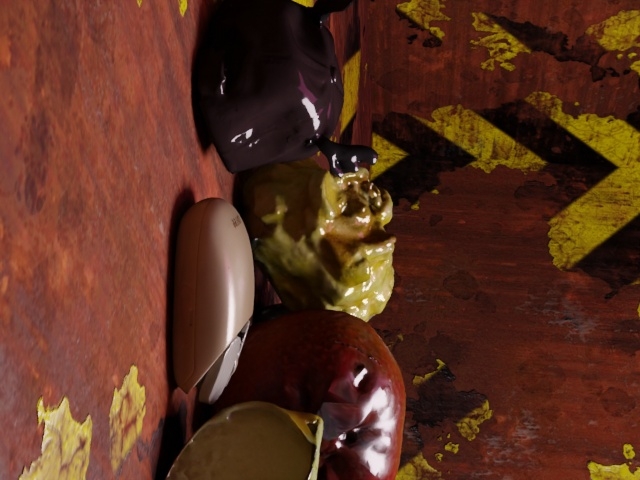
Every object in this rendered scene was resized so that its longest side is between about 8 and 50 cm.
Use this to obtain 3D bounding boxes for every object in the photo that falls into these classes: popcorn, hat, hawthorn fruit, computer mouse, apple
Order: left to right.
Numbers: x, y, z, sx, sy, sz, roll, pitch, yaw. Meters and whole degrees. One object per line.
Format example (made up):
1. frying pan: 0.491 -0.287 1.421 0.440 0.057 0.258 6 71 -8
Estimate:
1. computer mouse: -0.123 0.068 1.311 0.145 0.082 0.237 -53 146 -79
2. apple: -0.082 0.359 1.283 0.179 0.254 0.346 -20 -128 48
3. hat: -0.026 -0.190 1.439 0.336 0.208 0.238 59 33 -81
4. hawthorn fruit: -0.023 0.241 1.543 0.311 0.295 0.295 136 -36 -64
5. popcorn: 0.000 0.000 1.650 0.215 0.252 0.286 -45 111 -21

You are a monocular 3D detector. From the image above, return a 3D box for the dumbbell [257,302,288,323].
1. dumbbell: -0.014 0.264 1.798 0.179 0.179 0.406 69 20 -74
